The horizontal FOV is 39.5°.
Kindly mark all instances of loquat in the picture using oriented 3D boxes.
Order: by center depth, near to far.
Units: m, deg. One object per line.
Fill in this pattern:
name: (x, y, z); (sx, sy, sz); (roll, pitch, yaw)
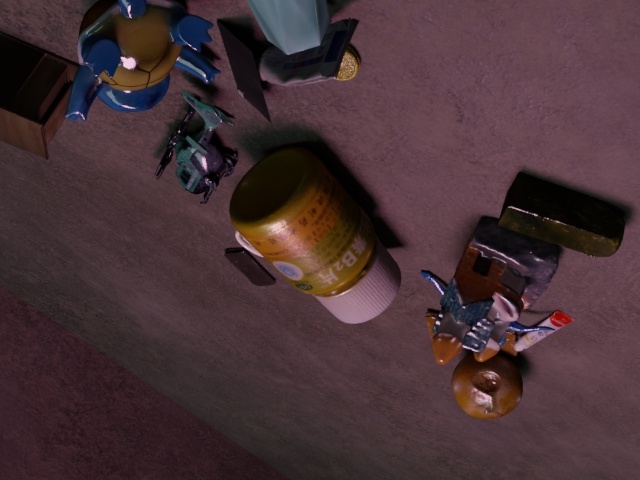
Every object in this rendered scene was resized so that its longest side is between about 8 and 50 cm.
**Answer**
loquat: (0.423, 0.370, 2.268); (0.179, 0.179, 0.227); (17, 169, 11)

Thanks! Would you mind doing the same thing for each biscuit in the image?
biscuit: (0.029, -0.313, 1.550); (0.084, 0.023, 0.084); (18, 150, 11)
biscuit: (0.377, 0.231, 2.220); (0.231, 0.025, 0.131); (10, 150, 21)

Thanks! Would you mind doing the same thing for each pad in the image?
pad: (-0.140, -0.308, 1.642); (0.116, 0.004, 0.193); (45, 163, 29)

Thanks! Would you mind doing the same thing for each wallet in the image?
wallet: (-0.189, 0.072, 2.373); (0.082, 0.018, 0.157); (-4, 142, 39)

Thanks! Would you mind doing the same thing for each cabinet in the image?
cabinet: (-0.641, -0.307, 1.896); (0.215, 0.175, 0.148); (22, 152, 1)

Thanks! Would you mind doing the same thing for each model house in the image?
model house: (0.339, 0.148, 1.840); (0.190, 0.301, 0.271); (27, 153, 9)

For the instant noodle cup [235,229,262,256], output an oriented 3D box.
instant noodle cup: (-0.116, -0.040, 2.021); (0.151, 0.122, 0.151); (18, 149, 11)

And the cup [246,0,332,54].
cup: (-0.065, -0.406, 1.362); (0.134, 0.148, 0.236); (-12, 147, 7)

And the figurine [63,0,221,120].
figurine: (-0.341, -0.345, 1.572); (0.243, 0.298, 0.416); (51, 158, 23)

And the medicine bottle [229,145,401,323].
medicine bottle: (0.000, 0.000, 1.895); (0.224, 0.224, 0.384); (-3, 142, 40)

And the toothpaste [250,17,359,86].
toothpaste: (-0.036, -0.311, 1.521); (0.068, 0.099, 0.282); (-8, -173, -34)

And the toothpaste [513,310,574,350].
toothpaste: (0.514, 0.214, 2.080); (0.048, 0.031, 0.190); (29, 143, -9)

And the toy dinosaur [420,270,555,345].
toy dinosaur: (0.377, 0.174, 2.077); (0.329, 0.076, 0.144); (26, 147, 18)

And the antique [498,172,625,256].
antique: (0.451, -0.041, 1.649); (0.221, 0.080, 0.081); (19, 152, 5)

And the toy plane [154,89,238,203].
toy plane: (-0.261, -0.190, 1.903); (0.155, 0.106, 0.382); (38, 156, -3)
